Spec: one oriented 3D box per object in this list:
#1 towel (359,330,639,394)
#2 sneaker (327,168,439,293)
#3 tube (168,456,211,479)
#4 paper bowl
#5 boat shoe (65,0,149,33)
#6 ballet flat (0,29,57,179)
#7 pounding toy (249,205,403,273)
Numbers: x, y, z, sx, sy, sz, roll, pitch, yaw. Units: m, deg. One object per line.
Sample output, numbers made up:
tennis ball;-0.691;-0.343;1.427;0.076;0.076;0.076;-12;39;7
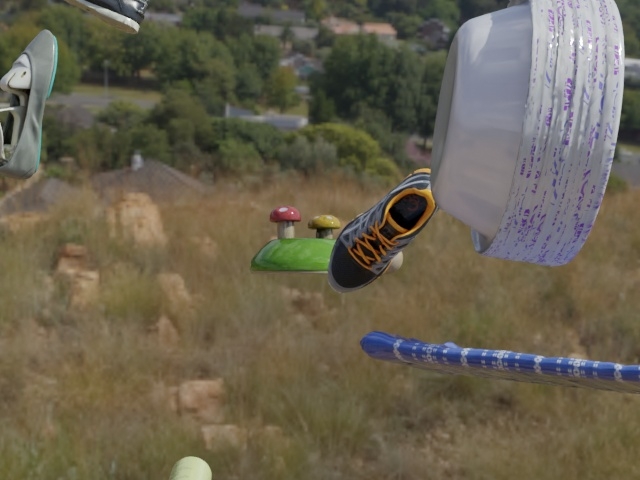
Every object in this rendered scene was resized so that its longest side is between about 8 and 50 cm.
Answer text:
towel;0.237;0.128;0.964;0.335;0.040;0.243;2;-10;30
sneaker;0.083;-0.011;1.246;0.084;0.215;0.083;40;14;-2
tube;-0.190;0.371;1.244;0.062;0.070;0.240;7;14;-2
paper bowl;0.199;-0.122;0.954;0.148;0.284;0.284;8;18;2
boat shoe;-0.417;-0.449;1.622;0.233;0.079;0.084;24;-2;-14
ballet flat;-0.414;-0.191;1.275;0.068;0.213;0.072;7;4;-45
pounding toy;0.000;0.000;1.483;0.236;0.110;0.183;-1;-2;25
